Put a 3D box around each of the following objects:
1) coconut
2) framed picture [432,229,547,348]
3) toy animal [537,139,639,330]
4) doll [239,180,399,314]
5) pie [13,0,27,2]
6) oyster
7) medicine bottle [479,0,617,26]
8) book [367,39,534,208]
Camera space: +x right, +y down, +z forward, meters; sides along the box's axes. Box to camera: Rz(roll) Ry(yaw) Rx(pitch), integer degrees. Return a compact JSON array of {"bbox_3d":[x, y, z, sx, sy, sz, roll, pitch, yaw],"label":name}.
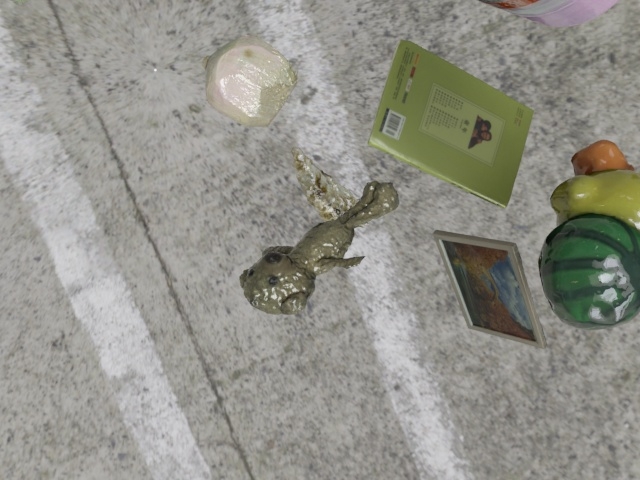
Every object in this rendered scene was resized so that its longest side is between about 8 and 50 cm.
[{"bbox_3d":[-0.158,-0.333,1.553,0.194,0.194,0.194,-3,103,-12],"label":"coconut"},{"bbox_3d":[0.322,0.093,1.415,0.016,0.184,0.250,-43,124,-28],"label":"framed picture"},{"bbox_3d":[0.481,-0.005,1.230,0.216,0.191,0.338,50,52,-20],"label":"toy animal"},{"bbox_3d":[0.011,0.007,1.095,0.286,0.202,0.091,-23,126,-10],"label":"doll"},{"bbox_3d":[-0.416,-0.365,1.020,0.085,0.017,0.085,-8,134,-9],"label":"pie"},{"bbox_3d":[0.008,-0.081,1.398,0.200,0.061,0.106,31,95,-13],"label":"oyster"},{"bbox_3d":[0.216,-0.370,0.842,0.316,0.202,0.202,0,105,-43],"label":"medicine bottle"},{"bbox_3d":[0.275,-0.238,1.551,0.352,0.035,0.239,23,76,-19],"label":"book"}]
